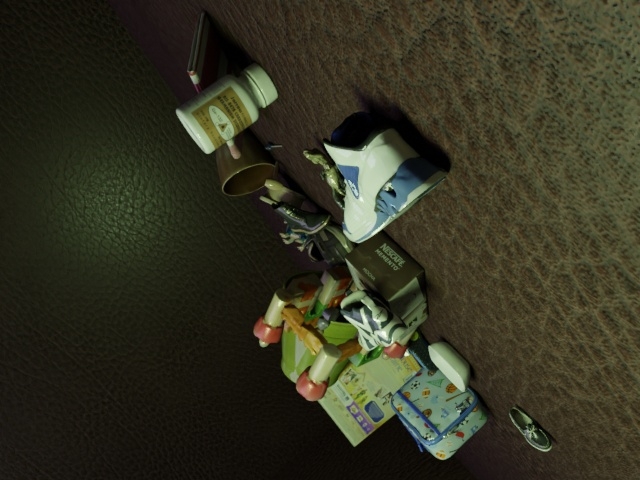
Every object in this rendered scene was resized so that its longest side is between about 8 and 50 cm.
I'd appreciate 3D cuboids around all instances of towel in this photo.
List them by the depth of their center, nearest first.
[{"bbox_3d":[-0.281,-0.418,1.396,0.329,0.037,0.237,67,-161,-58],"label":"towel"}]

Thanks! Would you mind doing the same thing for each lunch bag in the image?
[{"bbox_3d":[0.371,0.543,1.622,0.115,0.243,0.303,55,172,-20],"label":"lunch bag"}]

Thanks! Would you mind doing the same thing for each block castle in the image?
[{"bbox_3d":[0.050,0.267,1.511,0.303,0.453,0.213,45,126,29],"label":"block castle"}]

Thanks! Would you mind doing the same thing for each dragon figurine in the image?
[{"bbox_3d":[-0.068,-0.040,2.073,0.289,0.144,0.085,21,153,35],"label":"dragon figurine"}]

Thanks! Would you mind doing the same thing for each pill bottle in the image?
[{"bbox_3d":[-0.225,-0.329,1.243,0.131,0.229,0.131,50,171,11],"label":"pill bottle"}]

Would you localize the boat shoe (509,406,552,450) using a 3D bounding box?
[{"bbox_3d":[0.505,0.453,1.223,0.038,0.046,0.125,52,-179,-34],"label":"boat shoe"}]

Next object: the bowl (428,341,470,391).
[{"bbox_3d":[0.379,0.355,1.450,0.142,0.053,0.142,47,170,35],"label":"bowl"}]

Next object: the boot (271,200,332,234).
[{"bbox_3d":[-0.069,-0.085,1.679,0.197,0.077,0.137,-13,132,47],"label":"boot"}]

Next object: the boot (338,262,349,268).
[{"bbox_3d":[0.087,0.097,1.970,0.121,0.045,0.099,42,170,46],"label":"boot"}]

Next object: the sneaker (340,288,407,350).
[{"bbox_3d":[0.109,0.184,1.238,0.153,0.094,0.235,49,169,3],"label":"sneaker"}]

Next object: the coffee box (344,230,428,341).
[{"bbox_3d":[0.182,0.125,1.327,0.168,0.118,0.297,46,170,30],"label":"coffee box"}]

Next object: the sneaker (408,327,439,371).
[{"bbox_3d":[0.318,0.346,1.683,0.209,0.069,0.082,52,175,-2],"label":"sneaker"}]

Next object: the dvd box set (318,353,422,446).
[{"bbox_3d":[0.214,0.600,2.079,0.308,0.420,0.062,54,174,-15],"label":"dvd box set"}]

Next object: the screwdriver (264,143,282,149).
[{"bbox_3d":[-0.153,-0.312,1.658,0.170,0.024,0.025,-170,71,-68],"label":"screwdriver"}]

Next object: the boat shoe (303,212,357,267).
[{"bbox_3d":[0.000,0.000,1.730,0.132,0.130,0.355,55,171,-20],"label":"boat shoe"}]

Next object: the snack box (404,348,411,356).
[{"bbox_3d":[0.264,0.304,1.718,0.064,0.022,0.178,4,-121,-64],"label":"snack box"}]

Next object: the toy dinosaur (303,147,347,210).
[{"bbox_3d":[0.053,-0.115,1.233,0.268,0.064,0.118,57,-175,-32],"label":"toy dinosaur"}]

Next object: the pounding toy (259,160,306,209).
[{"bbox_3d":[-0.120,-0.185,1.823,0.154,0.155,0.269,24,-177,-5],"label":"pounding toy"}]

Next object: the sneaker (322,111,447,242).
[{"bbox_3d":[0.089,-0.120,0.874,0.182,0.127,0.315,55,165,5],"label":"sneaker"}]

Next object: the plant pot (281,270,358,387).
[{"bbox_3d":[0.000,0.357,1.933,0.366,0.366,0.353,43,125,47],"label":"plant pot"}]

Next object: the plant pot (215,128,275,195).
[{"bbox_3d":[-0.303,-0.320,1.880,0.215,0.215,0.231,85,161,-74],"label":"plant pot"}]
